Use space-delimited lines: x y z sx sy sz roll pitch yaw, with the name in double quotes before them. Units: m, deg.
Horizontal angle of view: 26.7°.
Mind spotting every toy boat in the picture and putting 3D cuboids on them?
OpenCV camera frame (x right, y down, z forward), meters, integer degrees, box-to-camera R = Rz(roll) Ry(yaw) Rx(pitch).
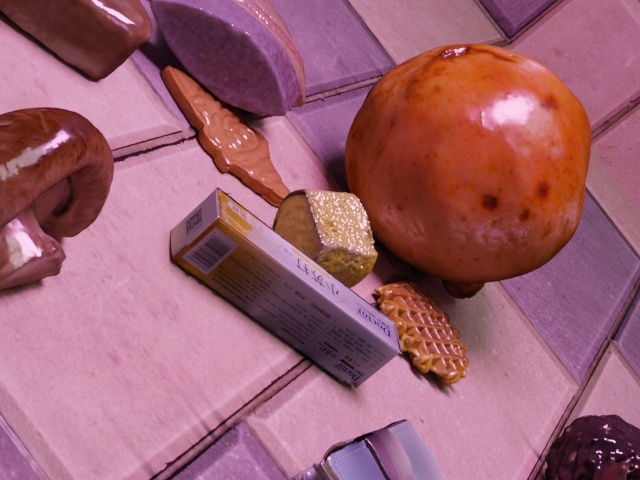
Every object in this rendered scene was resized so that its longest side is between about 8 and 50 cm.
"toy boat" -0.110 -0.300 1.904 0.276 0.111 0.293 47 29 -8

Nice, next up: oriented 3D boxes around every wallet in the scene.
"wallet" 0.074 0.297 1.494 0.176 0.075 0.250 60 23 11

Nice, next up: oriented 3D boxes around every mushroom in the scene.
"mushroom" -0.281 -0.056 1.261 0.156 0.151 0.285 53 23 7

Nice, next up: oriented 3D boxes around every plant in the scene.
"plant" 0.413 0.360 1.885 0.178 0.204 0.234 33 17 -18

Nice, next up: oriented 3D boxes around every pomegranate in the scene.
"pomegranate" 0.223 -0.090 2.033 0.410 0.410 0.410 41 25 -24

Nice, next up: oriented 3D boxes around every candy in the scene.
"candy" -0.315 -0.296 1.617 0.234 0.104 0.102 34 34 -35

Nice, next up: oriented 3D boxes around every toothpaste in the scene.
"toothpaste" -0.037 0.064 1.619 0.313 0.089 0.071 38 21 -28

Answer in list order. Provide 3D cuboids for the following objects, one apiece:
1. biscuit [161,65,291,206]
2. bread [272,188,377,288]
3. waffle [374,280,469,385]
"biscuit" -0.125 -0.144 1.843 0.250 0.035 0.162 46 19 -9
"bread" 0.000 0.000 1.753 0.114 0.111 0.129 16 43 -48
"waffle" 0.148 0.128 1.927 0.191 0.038 0.191 42 24 -24
